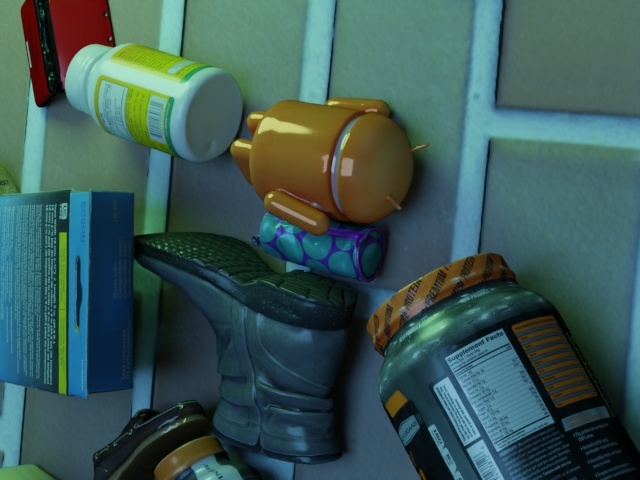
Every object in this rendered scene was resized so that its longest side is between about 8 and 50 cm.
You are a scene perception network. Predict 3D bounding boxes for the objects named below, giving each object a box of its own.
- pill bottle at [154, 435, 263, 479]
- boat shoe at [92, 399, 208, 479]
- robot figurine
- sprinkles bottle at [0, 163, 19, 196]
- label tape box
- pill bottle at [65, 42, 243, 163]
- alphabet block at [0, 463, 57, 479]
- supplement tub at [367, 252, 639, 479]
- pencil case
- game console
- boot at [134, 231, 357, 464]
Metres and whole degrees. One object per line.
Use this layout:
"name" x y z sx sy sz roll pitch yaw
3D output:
"pill bottle" -0.099 0.348 1.914 0.130 0.130 0.246 -44 67 26
"boat shoe" -0.216 0.244 2.028 0.207 0.073 0.073 -40 57 33
"robot figurine" 0.009 -0.086 1.845 0.219 0.158 0.128 11 110 30
"sprinkles bottle" -0.562 0.010 2.249 0.355 0.121 0.121 -30 73 30
"label tape box" -0.291 0.060 1.991 0.333 0.106 0.241 1 90 61
"pill bottle" -0.206 -0.173 2.006 0.208 0.117 0.118 19 100 33
"alphabet block" -0.385 0.414 2.080 0.197 0.192 0.193 27 106 33
"supplement tub" 0.192 0.195 1.669 0.207 0.207 0.338 -38 68 28
"pencil case" 0.000 0.000 1.889 0.151 0.070 0.064 15 55 33
"game console" -0.328 -0.258 2.155 0.124 0.085 0.144 152 109 -64
"boot" -0.108 0.125 1.943 0.338 0.118 0.223 23 112 41
